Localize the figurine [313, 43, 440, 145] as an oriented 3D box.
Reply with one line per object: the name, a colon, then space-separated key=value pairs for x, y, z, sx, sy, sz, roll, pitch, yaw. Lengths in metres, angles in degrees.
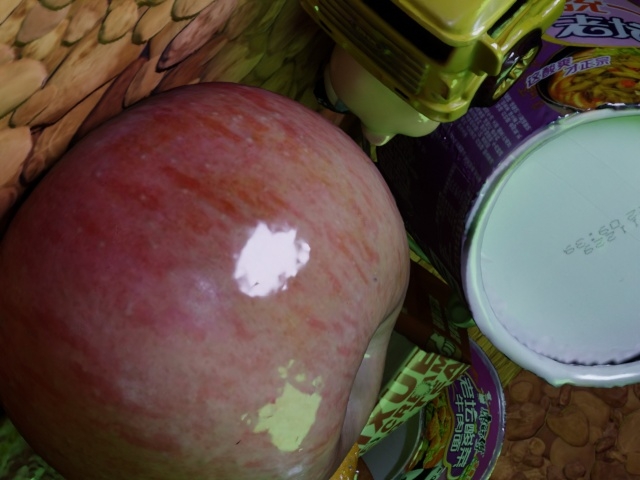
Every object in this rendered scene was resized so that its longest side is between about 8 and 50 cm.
figurine: x=0.048 y=-0.139 z=1.547 sx=0.114 sy=0.108 sz=0.196 roll=-39 pitch=-167 yaw=-10

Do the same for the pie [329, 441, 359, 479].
pie: x=-0.087 y=0.142 z=1.572 sx=0.273 sy=0.273 sz=0.069 roll=-39 pitch=175 yaw=-30

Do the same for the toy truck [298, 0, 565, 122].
toy truck: x=0.168 y=-0.285 z=1.367 sx=0.405 sy=0.180 sz=0.254 roll=-46 pitch=168 yaw=-10

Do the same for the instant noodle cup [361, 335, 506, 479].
instant noodle cup: x=0.069 y=0.206 z=2.298 sx=0.251 sy=0.251 sz=0.190 roll=-51 pitch=156 yaw=13

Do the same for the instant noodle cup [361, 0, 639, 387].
instant noodle cup: x=0.219 y=-0.050 z=1.641 sx=0.340 sy=0.340 sz=0.266 roll=-52 pitch=-160 yaw=15

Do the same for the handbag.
handbag: x=0.051 y=0.124 z=1.975 sx=0.171 sy=0.151 sz=0.298 roll=-52 pitch=-169 yaw=16

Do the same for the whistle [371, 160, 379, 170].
whistle: x=0.000 y=0.000 z=1.803 sx=0.244 sy=0.110 sz=0.092 roll=-41 pitch=132 yaw=-24

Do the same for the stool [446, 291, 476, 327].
stool: x=0.173 y=-0.032 z=2.018 sx=0.195 sy=0.195 sz=0.198 roll=-49 pitch=166 yaw=23

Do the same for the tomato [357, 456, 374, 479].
tomato: x=-0.056 y=0.318 z=2.103 sx=0.265 sy=0.265 sz=0.265 roll=-44 pitch=165 yaw=-15

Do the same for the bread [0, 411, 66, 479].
bread: x=-0.216 y=0.203 z=1.631 sx=0.156 sy=0.158 sz=0.260 roll=-29 pitch=165 yaw=15

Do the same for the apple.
apple: x=-0.072 y=0.053 z=1.379 sx=0.345 sy=0.269 sz=0.345 roll=-45 pitch=165 yaw=-16
